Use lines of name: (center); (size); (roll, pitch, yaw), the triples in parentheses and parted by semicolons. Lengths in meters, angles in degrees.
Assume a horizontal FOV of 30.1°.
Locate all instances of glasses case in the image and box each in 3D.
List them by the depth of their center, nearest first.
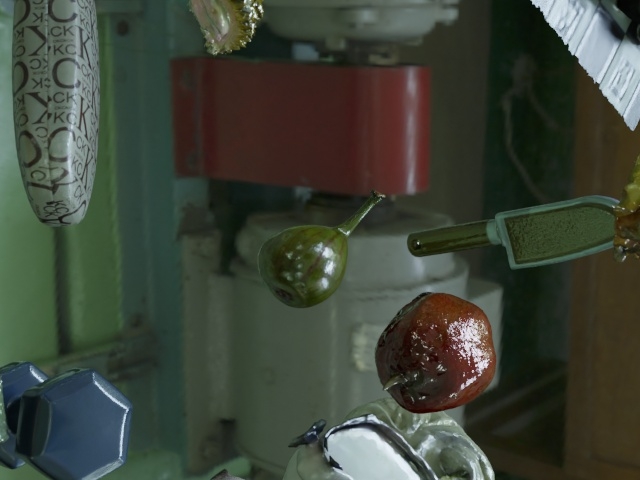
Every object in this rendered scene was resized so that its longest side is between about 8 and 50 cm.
glasses case: (-0.274, -0.181, 1.236); (0.137, 0.085, 0.355); (98, -13, -60)

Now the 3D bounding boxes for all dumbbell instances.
dumbbell: (-0.384, 0.249, 1.647); (0.144, 0.325, 0.160); (12, 82, -31)

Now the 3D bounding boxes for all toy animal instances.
toy animal: (-0.034, 0.288, 1.038); (0.183, 0.310, 0.247); (51, 35, 2)

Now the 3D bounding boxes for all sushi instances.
sushi: (0.413, -0.314, 1.375); (0.373, 0.100, 0.296); (33, 84, -51)

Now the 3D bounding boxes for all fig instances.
fig: (0.000, 0.000, 2.067); (0.259, 0.151, 0.151); (-51, 132, -27)

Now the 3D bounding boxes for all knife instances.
knife: (0.204, -0.002, 1.227); (0.027, 0.343, 0.061); (-15, 91, -34)

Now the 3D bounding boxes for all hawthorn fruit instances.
hawthorn fruit: (0.166, 0.179, 1.850); (0.251, 0.189, 0.190); (-14, 109, -55)

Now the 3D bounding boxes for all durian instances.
durian: (-0.122, -0.332, 1.491); (0.140, 0.078, 0.224); (-61, 147, -15)

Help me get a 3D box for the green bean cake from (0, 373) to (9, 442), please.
green bean cake: (-0.525, 0.229, 1.499); (0.222, 0.227, 0.125); (-8, 86, -39)

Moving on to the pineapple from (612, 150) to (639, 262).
pineapple: (0.304, -0.033, 0.804); (0.250, 0.164, 0.140); (-55, 155, -39)

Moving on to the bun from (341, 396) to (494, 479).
bun: (0.170, 0.446, 2.146); (0.359, 0.211, 0.360); (13, 56, -20)
